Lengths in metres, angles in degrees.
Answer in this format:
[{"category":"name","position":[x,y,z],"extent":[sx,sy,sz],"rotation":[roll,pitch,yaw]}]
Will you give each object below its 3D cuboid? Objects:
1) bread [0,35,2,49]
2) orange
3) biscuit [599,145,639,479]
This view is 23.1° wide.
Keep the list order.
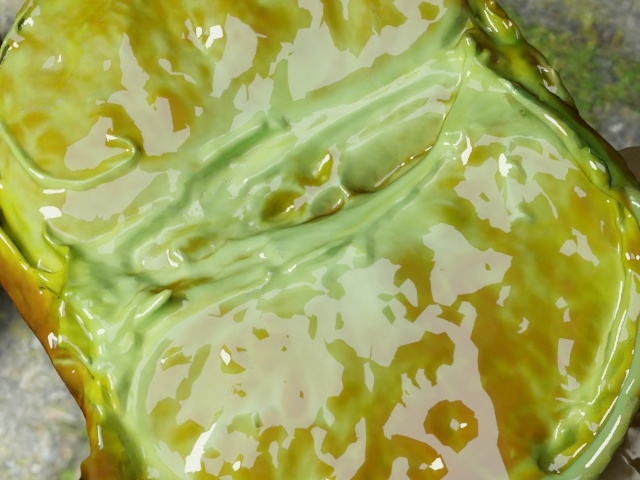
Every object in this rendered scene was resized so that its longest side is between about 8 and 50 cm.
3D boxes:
[{"category":"bread","position":[-0.198,-0.026,0.801],"extent":[0.105,0.076,0.233],"rotation":[4,76,16]},{"category":"orange","position":[0.002,0.001,0.719],"extent":[0.262,0.196,0.334],"rotation":[-42,65,6]},{"category":"biscuit","position":[0.246,0.041,0.780],"extent":[0.325,0.044,0.217],"rotation":[-3,70,0]}]
